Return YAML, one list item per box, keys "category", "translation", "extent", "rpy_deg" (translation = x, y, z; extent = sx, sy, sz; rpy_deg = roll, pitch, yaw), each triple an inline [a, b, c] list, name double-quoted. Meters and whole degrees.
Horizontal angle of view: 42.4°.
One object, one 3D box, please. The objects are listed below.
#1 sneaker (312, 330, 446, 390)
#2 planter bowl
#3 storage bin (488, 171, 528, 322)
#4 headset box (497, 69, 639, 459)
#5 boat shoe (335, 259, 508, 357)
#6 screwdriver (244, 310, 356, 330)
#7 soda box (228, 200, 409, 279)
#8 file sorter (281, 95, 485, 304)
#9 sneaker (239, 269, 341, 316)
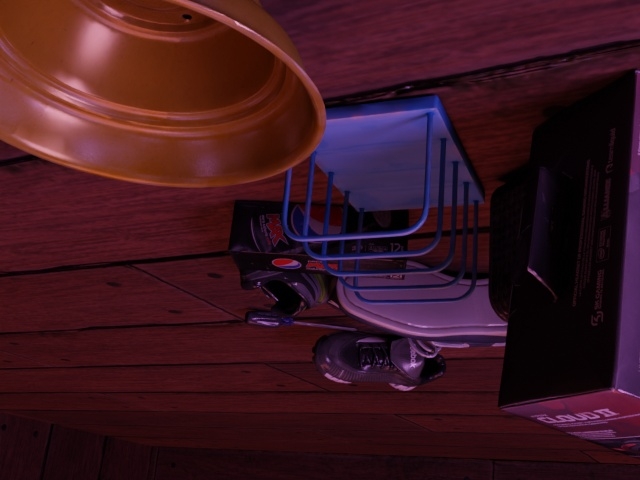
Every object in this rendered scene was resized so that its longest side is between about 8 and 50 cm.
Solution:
- category: "sneaker"
  translation: [0.096, 0.172, 1.213]
  extent: [0.234, 0.078, 0.106]
  rpy_deg: [17, 154, -39]
- category: "planter bowl"
  translation: [-0.101, -0.114, 0.462]
  extent: [0.217, 0.090, 0.217]
  rpy_deg: [5, 161, 2]
- category: "storage bin"
  translation: [0.235, 0.015, 0.675]
  extent: [0.180, 0.122, 0.084]
  rpy_deg: [14, 158, -21]
- category: "headset box"
  translation: [0.256, 0.040, 0.564]
  extent: [0.293, 0.218, 0.110]
  rpy_deg: [23, 155, -19]
- category: "boat shoe"
  translation: [0.134, 0.077, 0.923]
  extent: [0.254, 0.095, 0.079]
  rpy_deg: [2, 150, -16]
- category: "screwdriver"
  translation: [-0.027, 0.118, 1.182]
  extent: [0.169, 0.024, 0.025]
  rpy_deg: [8, -170, -25]
- category: "soda box"
  translation: [0.000, 0.000, 0.797]
  extent: [0.168, 0.053, 0.060]
  rpy_deg: [3, 159, 5]
- category: "file sorter"
  translation: [0.053, -0.022, 0.652]
  extent: [0.118, 0.105, 0.170]
  rpy_deg: [-2, 159, 22]
- category: "sneaker"
  translation: [-0.023, 0.051, 0.906]
  extent: [0.067, 0.078, 0.188]
  rpy_deg: [-12, 154, 39]
